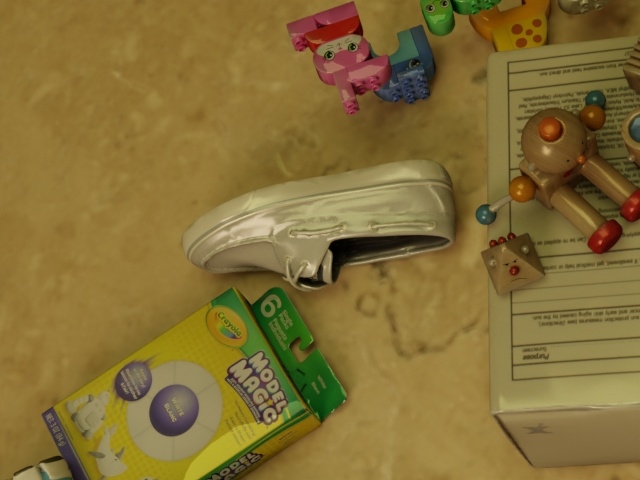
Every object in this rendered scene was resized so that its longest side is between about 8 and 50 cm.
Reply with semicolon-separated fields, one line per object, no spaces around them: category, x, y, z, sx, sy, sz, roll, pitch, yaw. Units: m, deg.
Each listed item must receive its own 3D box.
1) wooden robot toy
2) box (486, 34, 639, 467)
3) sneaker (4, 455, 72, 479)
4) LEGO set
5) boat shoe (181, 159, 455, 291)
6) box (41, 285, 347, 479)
wooden robot toy;0.144;-0.048;0.928;0.173;0.079;0.076;-46;62;-3
box;0.183;0.008;1.009;0.148;0.127;0.232;-4;68;16
sneaker;-0.215;0.226;1.073;0.190;0.071;0.083;-42;73;14
LEGO set;0.105;-0.121;1.115;0.227;0.087;0.093;-19;67;3
boat shoe;0.000;0.000;1.113;0.184;0.066;0.063;-11;64;3
box;-0.081;0.110;1.101;0.179;0.043;0.105;-33;63;1
